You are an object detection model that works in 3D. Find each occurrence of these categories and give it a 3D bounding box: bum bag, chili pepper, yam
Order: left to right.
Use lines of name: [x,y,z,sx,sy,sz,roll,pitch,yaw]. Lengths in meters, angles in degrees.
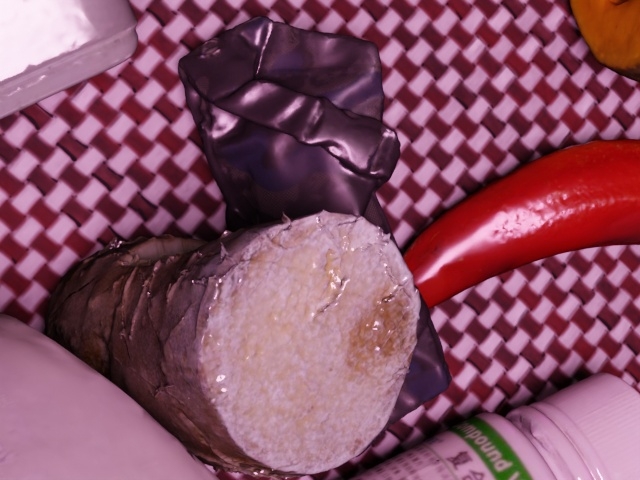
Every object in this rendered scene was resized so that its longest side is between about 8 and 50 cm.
yam: [-0.057,0.061,0.632,0.154,0.254,0.154,5,81,-34]
bum bag: [0.000,0.000,0.732,0.137,0.074,0.310,-11,100,14]
chili pepper: [0.215,-0.009,0.803,0.368,0.092,0.137,-1,111,-8]

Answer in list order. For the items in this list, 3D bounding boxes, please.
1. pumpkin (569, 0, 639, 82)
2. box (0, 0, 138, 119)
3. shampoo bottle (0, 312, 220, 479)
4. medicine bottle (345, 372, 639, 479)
pumpkin: [0.263,-0.262,0.726,0.139,0.222,0.317,-3,92,-14]
box: [-0.264,-0.138,0.622,0.311,0.175,0.183,-27,107,-13]
shampoo bottle: [-0.198,0.215,0.566,0.322,0.322,0.317,46,57,-12]
medicine bottle: [0.123,0.192,0.749,0.236,0.139,0.139,-22,98,-13]
